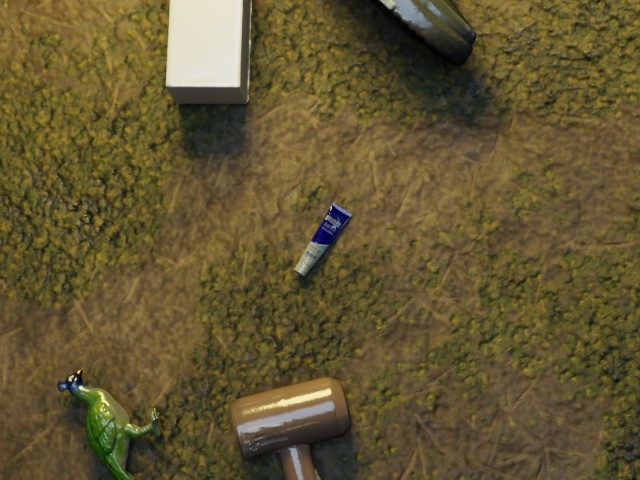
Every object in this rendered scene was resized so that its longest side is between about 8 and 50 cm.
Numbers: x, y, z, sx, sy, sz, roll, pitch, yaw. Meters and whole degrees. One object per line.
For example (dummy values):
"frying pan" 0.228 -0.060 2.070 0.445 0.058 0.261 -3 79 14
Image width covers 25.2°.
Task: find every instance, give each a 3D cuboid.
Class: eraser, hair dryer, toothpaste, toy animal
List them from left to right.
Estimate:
"toy animal" -0.183 0.218 1.449 0.075 0.041 0.217 -32 84 0
"eraser" -0.112 -0.295 1.503 0.078 0.076 0.298 2 82 5
"hair dryer" -0.015 0.235 1.428 0.117 0.064 0.182 -13 88 0
"toothpaste" 0.000 0.000 1.482 0.024 0.015 0.083 35 80 1

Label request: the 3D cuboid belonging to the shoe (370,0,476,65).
"shoe" 0.081 -0.321 1.474 0.293 0.109 0.149 44 92 14
